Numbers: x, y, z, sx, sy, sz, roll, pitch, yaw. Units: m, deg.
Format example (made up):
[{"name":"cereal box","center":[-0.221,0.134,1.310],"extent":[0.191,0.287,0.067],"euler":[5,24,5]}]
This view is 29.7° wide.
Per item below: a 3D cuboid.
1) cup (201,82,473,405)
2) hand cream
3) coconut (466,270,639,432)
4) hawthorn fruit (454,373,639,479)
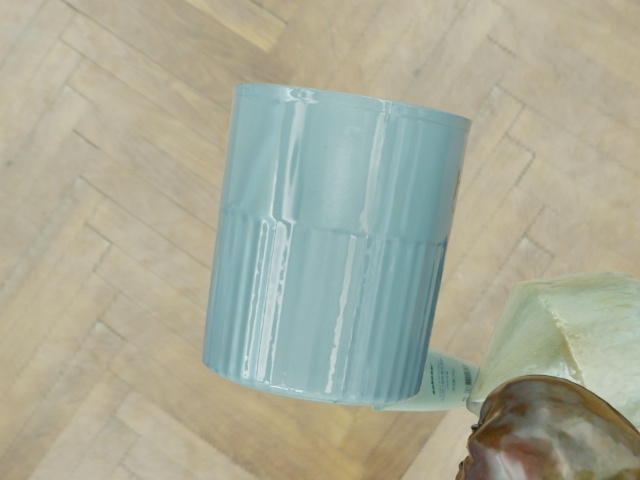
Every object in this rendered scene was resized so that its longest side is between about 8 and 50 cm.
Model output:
[{"name":"cup","center":[-0.013,-0.001,1.329],"extent":[0.331,0.257,0.311],"euler":[11,93,46]},{"name":"hand cream","center":[0.155,0.201,1.767],"extent":[0.067,0.321,0.109],"euler":[-5,78,29]},{"name":"coconut","center":[0.352,0.187,1.668],"extent":[0.329,0.329,0.328],"euler":[-1,83,10]},{"name":"hawthorn fruit","center":[0.276,0.271,1.341],"extent":[0.248,0.208,0.208],"euler":[25,88,11]}]
